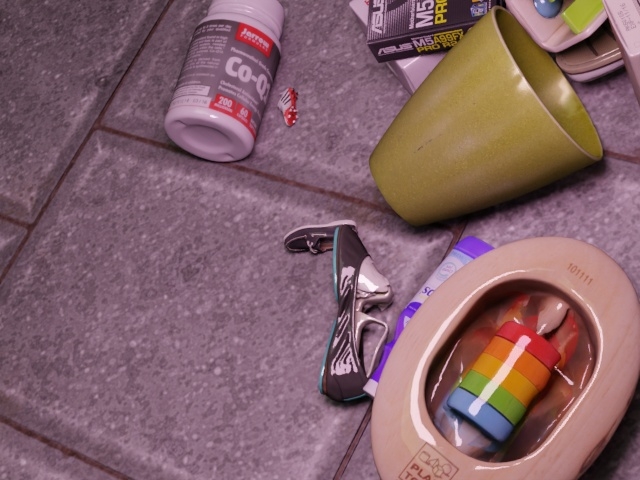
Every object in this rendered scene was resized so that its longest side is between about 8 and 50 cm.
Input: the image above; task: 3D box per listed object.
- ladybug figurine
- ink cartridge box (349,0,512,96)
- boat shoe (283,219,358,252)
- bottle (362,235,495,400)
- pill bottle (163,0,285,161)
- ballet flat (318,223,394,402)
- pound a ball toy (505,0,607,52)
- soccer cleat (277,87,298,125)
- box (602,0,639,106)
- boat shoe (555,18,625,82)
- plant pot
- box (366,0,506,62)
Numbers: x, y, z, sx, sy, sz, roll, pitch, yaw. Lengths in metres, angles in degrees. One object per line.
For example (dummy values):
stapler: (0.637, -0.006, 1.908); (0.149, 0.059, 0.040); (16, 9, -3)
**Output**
ladybug figurine: (0.247, 0.201, 1.736); (0.305, 0.162, 0.449); (39, 80, 16)
ink cartridge box: (0.218, -0.390, 2.151); (0.278, 0.117, 0.201); (-36, 53, 3)
boat shoe: (0.000, 0.000, 2.072); (0.125, 0.046, 0.038); (-10, 53, 11)
bottle: (0.174, 0.129, 1.881); (0.118, 0.092, 0.283); (34, 80, 38)
pill bottle: (-0.160, -0.296, 2.249); (0.161, 0.161, 0.283); (2, 63, 27)
ballet flat: (0.061, 0.111, 1.956); (0.096, 0.095, 0.281); (1, 72, 15)
pound a ball toy: (0.399, -0.466, 1.964); (0.319, 0.208, 0.135); (-47, 13, -24)
soccer cleat: (-0.059, -0.232, 2.248); (0.035, 0.029, 0.083); (-17, 52, 26)
box: (0.509, -0.239, 1.801); (0.148, 0.311, 0.121); (-23, 55, 11)
boat shoe: (0.510, -0.328, 1.983); (0.302, 0.103, 0.113); (-32, 48, 6)
plant pot: (0.226, -0.157, 1.943); (0.293, 0.274, 0.275); (-35, 51, 23)
box: (0.190, -0.427, 2.074); (0.216, 0.060, 0.270); (-7, 60, 22)
